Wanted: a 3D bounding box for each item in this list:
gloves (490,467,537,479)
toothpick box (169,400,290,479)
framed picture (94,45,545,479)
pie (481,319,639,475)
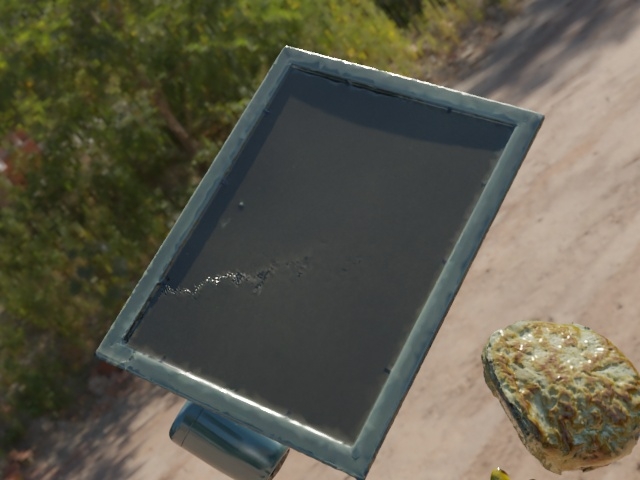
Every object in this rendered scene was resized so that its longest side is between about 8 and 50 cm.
[{"bbox_3d":[0.196,0.398,1.174,0.133,0.116,0.294,-13,49,22],"label":"gloves"},{"bbox_3d":[-0.142,0.321,1.694,0.120,0.184,0.120,-56,-5,-7],"label":"toothpick box"},{"bbox_3d":[0.000,0.000,0.750,0.231,0.018,0.293,20,69,27],"label":"framed picture"},{"bbox_3d":[0.288,0.182,1.242,0.179,0.084,0.205,-12,48,-20],"label":"pie"}]
